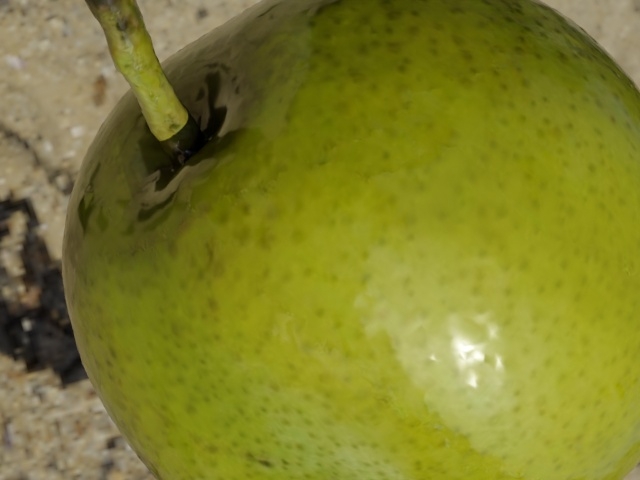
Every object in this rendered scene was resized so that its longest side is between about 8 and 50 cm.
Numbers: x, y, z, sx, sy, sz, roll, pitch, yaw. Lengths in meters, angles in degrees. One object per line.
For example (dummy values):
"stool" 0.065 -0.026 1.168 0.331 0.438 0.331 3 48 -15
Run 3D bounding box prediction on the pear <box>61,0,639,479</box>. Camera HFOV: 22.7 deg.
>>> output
"pear" 0.000 0.000 0.435 0.216 0.180 0.166 32 62 -37
